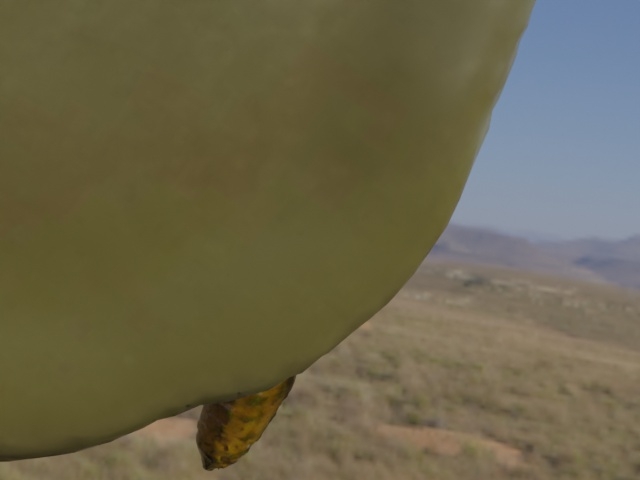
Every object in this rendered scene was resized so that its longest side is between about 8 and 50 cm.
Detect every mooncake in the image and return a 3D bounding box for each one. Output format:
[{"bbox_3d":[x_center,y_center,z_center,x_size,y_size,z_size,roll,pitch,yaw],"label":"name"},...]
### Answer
[{"bbox_3d":[-0.120,-0.119,0.441,0.379,0.378,0.201,8,15,-21],"label":"mooncake"}]

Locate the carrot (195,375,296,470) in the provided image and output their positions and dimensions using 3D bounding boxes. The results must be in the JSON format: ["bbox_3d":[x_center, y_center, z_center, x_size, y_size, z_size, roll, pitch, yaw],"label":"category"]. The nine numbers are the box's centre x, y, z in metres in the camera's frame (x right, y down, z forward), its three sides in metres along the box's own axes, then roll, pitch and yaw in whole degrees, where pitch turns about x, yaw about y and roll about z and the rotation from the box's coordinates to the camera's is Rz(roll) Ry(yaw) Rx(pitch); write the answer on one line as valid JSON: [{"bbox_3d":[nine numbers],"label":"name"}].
[{"bbox_3d":[0.000,0.000,0.712,0.066,0.314,0.066,23,9,-4],"label":"carrot"}]
